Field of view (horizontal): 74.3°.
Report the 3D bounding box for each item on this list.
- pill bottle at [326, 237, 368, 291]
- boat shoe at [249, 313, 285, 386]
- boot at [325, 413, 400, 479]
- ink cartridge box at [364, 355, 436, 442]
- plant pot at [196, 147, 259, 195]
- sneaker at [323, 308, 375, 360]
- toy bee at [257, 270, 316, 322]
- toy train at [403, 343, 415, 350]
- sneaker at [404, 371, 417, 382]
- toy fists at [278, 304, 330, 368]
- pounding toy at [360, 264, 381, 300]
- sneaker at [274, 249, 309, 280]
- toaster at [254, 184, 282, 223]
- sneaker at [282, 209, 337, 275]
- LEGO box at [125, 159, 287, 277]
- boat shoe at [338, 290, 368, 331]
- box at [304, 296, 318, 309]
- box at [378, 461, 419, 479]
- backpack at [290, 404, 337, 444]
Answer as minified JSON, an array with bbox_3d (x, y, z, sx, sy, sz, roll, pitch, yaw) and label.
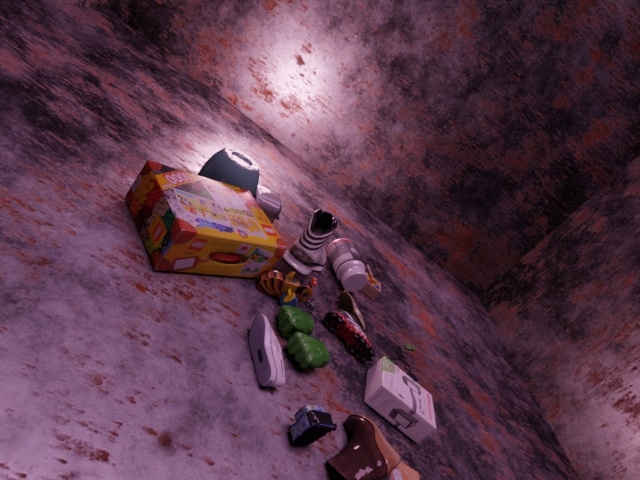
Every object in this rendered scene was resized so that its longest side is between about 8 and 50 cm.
[{"bbox_3d":[0.147,0.132,2.286,0.161,0.161,0.283,26,26,-35],"label":"pill bottle"},{"bbox_3d":[-0.173,0.364,1.394,0.084,0.095,0.258,29,34,-39],"label":"boat shoe"},{"bbox_3d":[0.099,0.638,1.300,0.206,0.090,0.248,-3,16,-34],"label":"boot"},{"bbox_3d":[0.315,0.626,1.673,0.272,0.115,0.198,40,21,-5],"label":"ink cartridge box"},{"bbox_3d":[-0.424,-0.288,1.979,0.292,0.235,0.293,30,23,-14],"label":"plant pot"},{"bbox_3d":[0.142,0.400,1.838,0.276,0.098,0.135,44,23,10],"label":"sneaker"},{"bbox_3d":[-0.099,0.194,1.739,0.298,0.162,0.195,24,25,-38],"label":"toy bee"},{"bbox_3d":[0.465,0.559,2.205,0.083,0.017,0.024,26,37,-36],"label":"toy train"},{"bbox_3d":[0.391,0.631,1.894,0.170,0.051,0.089,27,25,-44],"label":"sneaker"},{"bbox_3d":[-0.077,0.353,1.561,0.142,0.096,0.279,35,18,-45],"label":"toy fists"},{"bbox_3d":[0.281,0.237,2.399,0.130,0.100,0.141,39,21,-9],"label":"pounding toy"},{"bbox_3d":[-0.152,0.077,1.964,0.256,0.094,0.151,44,24,-19],"label":"sneaker"},{"bbox_3d":[-0.293,-0.188,2.202,0.146,0.129,0.227,26,28,-27],"label":"toaster"},{"bbox_3d":[0.001,0.001,1.852,0.169,0.258,0.447,38,10,5],"label":"sneaker"},{"bbox_3d":[-0.428,-0.062,1.620,0.500,0.193,0.373,12,35,-53],"label":"LEGO box"},{"bbox_3d":[0.156,0.344,2.015,0.073,0.080,0.224,23,32,-51],"label":"boat shoe"},{"bbox_3d":[-0.052,0.264,1.879,0.083,0.018,0.067,43,21,3],"label":"box"},{"bbox_3d":[0.233,0.770,1.280,0.130,0.091,0.170,37,21,-12],"label":"box"},{"bbox_3d":[-0.031,0.541,1.238,0.105,0.114,0.084,28,24,-39],"label":"backpack"}]
